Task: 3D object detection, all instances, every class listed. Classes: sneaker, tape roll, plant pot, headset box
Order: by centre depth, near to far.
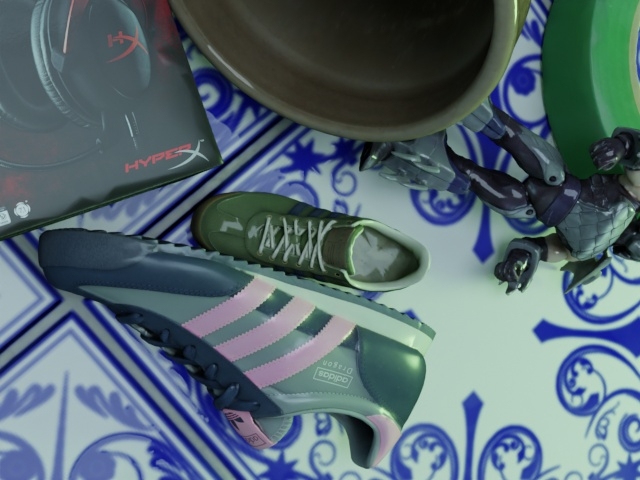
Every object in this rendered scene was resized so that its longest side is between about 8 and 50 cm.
[{"bbox_3d":[-0.222,-0.153,0.617,0.218,0.110,0.293,-20,96,-20],"label":"headset box"},{"bbox_3d":[0.046,-0.240,0.642,0.263,0.263,0.229,43,55,-15],"label":"plant pot"},{"bbox_3d":[-0.063,0.083,0.674,0.318,0.112,0.131,19,80,-18],"label":"sneaker"},{"bbox_3d":[0.000,0.000,0.712,0.192,0.086,0.064,14,84,-20],"label":"sneaker"},{"bbox_3d":[0.365,-0.159,0.860,0.321,0.077,0.321,0,89,-20],"label":"tape roll"}]

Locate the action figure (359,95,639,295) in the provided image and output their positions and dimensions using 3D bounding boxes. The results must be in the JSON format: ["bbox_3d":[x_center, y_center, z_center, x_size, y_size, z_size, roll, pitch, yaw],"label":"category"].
[{"bbox_3d":[0.179,-0.044,0.758,0.285,0.099,0.185,29,117,-8],"label":"action figure"}]
